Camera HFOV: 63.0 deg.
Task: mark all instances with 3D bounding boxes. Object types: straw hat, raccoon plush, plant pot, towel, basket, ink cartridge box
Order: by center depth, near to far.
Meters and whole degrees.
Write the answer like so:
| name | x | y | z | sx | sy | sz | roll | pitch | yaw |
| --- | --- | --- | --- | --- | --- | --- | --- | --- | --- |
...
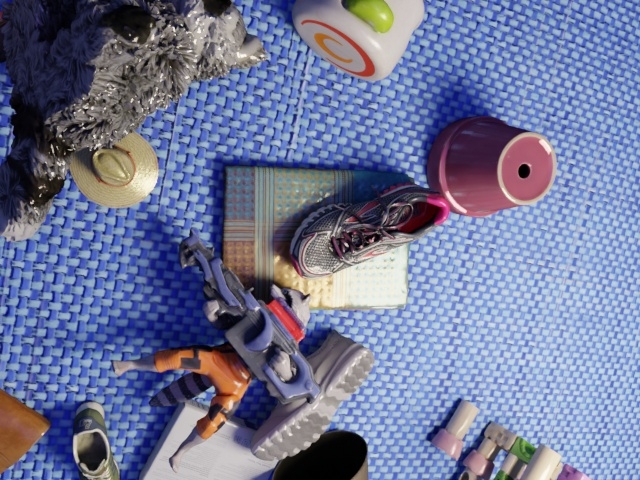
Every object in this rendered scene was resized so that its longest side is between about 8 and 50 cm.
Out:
| name | x | y | z | sx | sy | sz | roll | pitch | yaw |
| --- | --- | --- | --- | --- | --- | --- | --- | --- | --- |
| raccoon plush | -0.289 | -0.215 | 0.769 | 0.446 | 0.299 | 0.216 | -46 | 72 | 25 |
| straw hat | -0.331 | -0.118 | 0.830 | 0.144 | 0.061 | 0.145 | -3 | 99 | -19 |
| ink cartridge box | -0.209 | 0.431 | 0.971 | 0.223 | 0.045 | 0.224 | 30 | 88 | -21 |
| towel | 0.000 | 0.000 | 0.979 | 0.370 | 0.040 | 0.272 | 1 | 99 | -18 |
| plant pot | 0.334 | -0.139 | 0.994 | 0.201 | 0.180 | 0.202 | -3 | 100 | -20 |
| basket | 0.019 | 0.524 | 1.013 | 0.204 | 0.154 | 0.227 | -23 | 111 | -36 |

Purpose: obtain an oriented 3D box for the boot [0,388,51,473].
| name | x | y | z | sx | sy | sz | roll | pitch | yaw |
| --- | --- | --- | --- | --- | --- | --- | --- | --- | --- |
| boot | -0.619 | 0.287 | 0.803 | 0.264 | 0.096 | 0.280 | -40 | 117 | -17 |

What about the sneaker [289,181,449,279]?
| name | x | y | z | sx | sy | sz | roll | pitch | yaw |
| --- | --- | --- | --- | --- | --- | --- | --- | --- | --- |
| sneaker | 0.084 | -0.024 | 0.922 | 0.299 | 0.112 | 0.121 | -27 | 107 | -11 |

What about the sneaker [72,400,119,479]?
| name | x | y | z | sx | sy | sz | roll | pitch | yaw |
| --- | --- | --- | --- | --- | --- | --- | --- | --- | --- |
| sneaker | -0.383 | 0.377 | 0.880 | 0.064 | 0.086 | 0.192 | -9 | 102 | -18 |

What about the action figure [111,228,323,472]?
| name | x | y | z | sx | sy | sz | roll | pitch | yaw |
| --- | --- | --- | --- | --- | --- | --- | --- | --- | --- |
| action figure | -0.169 | 0.163 | 0.886 | 0.330 | 0.178 | 0.341 | -30 | 81 | -15 |

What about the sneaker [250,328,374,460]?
| name | x | y | z | sx | sy | sz | roll | pitch | yaw |
| --- | --- | --- | --- | --- | --- | --- | --- | --- | --- |
| sneaker | -0.026 | 0.290 | 0.983 | 0.281 | 0.115 | 0.105 | -42 | 136 | -13 |

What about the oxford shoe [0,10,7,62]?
| name | x | y | z | sx | sy | sz | roll | pitch | yaw |
| --- | --- | --- | --- | --- | --- | --- | --- | --- | --- |
| oxford shoe | -0.391 | -0.297 | 0.764 | 0.271 | 0.097 | 0.098 | -29 | 113 | -12 |

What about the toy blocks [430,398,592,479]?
| name | x | y | z | sx | sy | sz | roll | pitch | yaw |
| --- | --- | --- | --- | --- | --- | --- | --- | --- | --- |
| toy blocks | 0.394 | 0.546 | 1.074 | 0.309 | 0.288 | 0.260 | 38 | 79 | -23 |

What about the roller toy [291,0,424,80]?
| name | x | y | z | sx | sy | sz | roll | pitch | yaw |
| --- | --- | --- | --- | --- | --- | --- | --- | --- | --- |
| roller toy | 0.062 | -0.374 | 0.857 | 0.146 | 0.209 | 0.191 | -59 | 150 | -2 |
